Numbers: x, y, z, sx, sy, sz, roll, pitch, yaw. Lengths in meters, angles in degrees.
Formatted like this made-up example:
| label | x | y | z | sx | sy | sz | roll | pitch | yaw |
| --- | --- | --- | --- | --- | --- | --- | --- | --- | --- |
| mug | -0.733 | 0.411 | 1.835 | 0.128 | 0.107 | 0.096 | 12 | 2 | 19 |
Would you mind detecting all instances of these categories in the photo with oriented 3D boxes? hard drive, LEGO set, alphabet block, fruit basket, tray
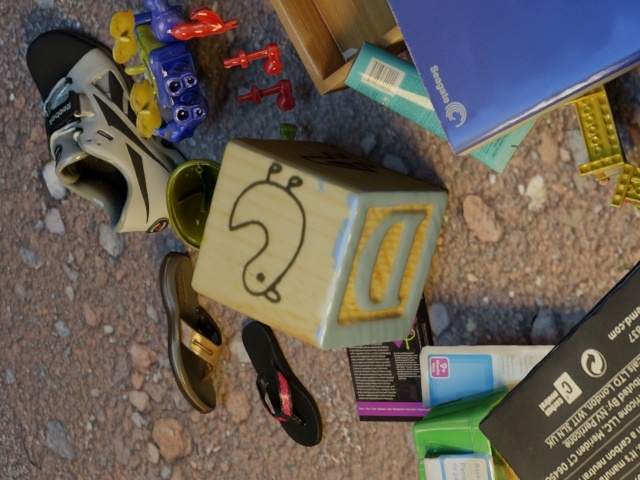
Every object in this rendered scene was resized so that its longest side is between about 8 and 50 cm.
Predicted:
| label | x | y | z | sx | sy | sz | roll | pitch | yaw |
| --- | --- | --- | --- | --- | --- | --- | --- | --- | --- |
| hard drive | 0.234 | -0.250 | 1.679 | 0.318 | 0.040 | 0.210 | -27 | 79 | 26 |
| LEGO set | 0.335 | -0.083 | 1.701 | 0.287 | 0.107 | 0.132 | 41 | 91 | 28 |
| alphabet block | 0.000 | 0.000 | 1.892 | 0.197 | 0.193 | 0.192 | 22 | 102 | 32 |
| fruit basket | 0.277 | 0.273 | 1.793 | 0.353 | 0.165 | 0.327 | -1 | 103 | 36 |
| tray | -0.010 | -0.396 | 1.877 | 0.203 | 0.076 | 0.411 | -33 | 81 | 41 |

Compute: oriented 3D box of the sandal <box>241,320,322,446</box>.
| label | x | y | z | sx | sy | sz | roll | pitch | yaw |
| --- | --- | --- | --- | --- | --- | --- | --- | --- | --- |
| sandal | -0.058 | 0.189 | 2.116 | 0.067 | 0.040 | 0.179 | -36 | 80 | 40 |

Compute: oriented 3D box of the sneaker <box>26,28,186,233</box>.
| label | x | y | z | sx | sy | sz | roll | pitch | yaw |
| --- | --- | --- | --- | --- | --- | --- | --- | --- | --- |
| sneaker | -0.303 | -0.144 | 2.147 | 0.330 | 0.146 | 0.122 | 50 | 130 | 18 |

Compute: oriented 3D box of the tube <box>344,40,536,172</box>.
| label | x | y | z | sx | sy | sz | roll | pitch | yaw |
| --- | --- | --- | --- | --- | --- | --- | --- | --- | --- |
| tube | 0.128 | -0.150 | 1.817 | 0.207 | 0.052 | 0.080 | 27 | 129 | -4 |

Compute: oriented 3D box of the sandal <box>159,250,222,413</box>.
| label | x | y | z | sx | sy | sz | roll | pitch | yaw |
| --- | --- | --- | --- | --- | --- | --- | --- | --- | --- |
| sandal | -0.160 | 0.120 | 2.166 | 0.060 | 0.090 | 0.219 | -7 | 93 | 18 |

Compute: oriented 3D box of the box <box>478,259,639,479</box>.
| label | x | y | z | sx | sy | sz | roll | pitch | yaw |
| --- | --- | --- | --- | --- | --- | --- | --- | --- | --- |
| box | 0.479 | 0.185 | 1.391 | 0.472 | 0.480 | 0.297 | 51 | 130 | 16 |

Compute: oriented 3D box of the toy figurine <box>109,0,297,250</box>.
| label | x | y | z | sx | sy | sz | roll | pitch | yaw |
| --- | --- | --- | --- | --- | --- | --- | --- | --- | --- |
| toy figurine | -0.148 | -0.196 | 2.034 | 0.217 | 0.191 | 0.363 | -119 | 12 | -59 |

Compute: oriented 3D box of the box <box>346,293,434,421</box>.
| label | x | y | z | sx | sy | sz | roll | pitch | yaw |
| --- | --- | --- | --- | --- | --- | --- | --- | --- | --- |
| box | 0.086 | 0.139 | 1.993 | 0.116 | 0.029 | 0.162 | -3 | 103 | 39 |
